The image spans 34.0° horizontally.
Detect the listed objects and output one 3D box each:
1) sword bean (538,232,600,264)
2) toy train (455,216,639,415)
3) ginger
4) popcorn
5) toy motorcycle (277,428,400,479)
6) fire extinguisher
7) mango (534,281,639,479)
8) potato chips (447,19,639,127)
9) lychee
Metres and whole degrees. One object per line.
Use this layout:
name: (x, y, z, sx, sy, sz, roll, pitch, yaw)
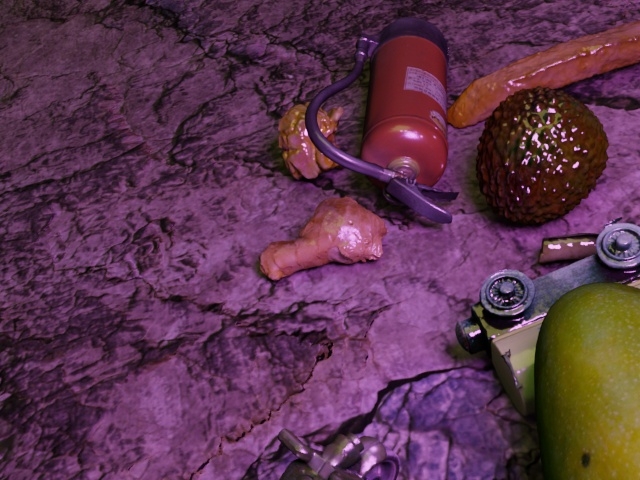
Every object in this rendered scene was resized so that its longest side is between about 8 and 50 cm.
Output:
sword bean: (0.380, 0.005, 1.171, 0.269, 0.038, 0.043, -2, 35, 16)
toy train: (0.273, 0.086, 1.076, 0.253, 0.105, 0.157, -20, 53, -5)
ginger: (0.000, -0.008, 1.299, 0.165, 0.067, 0.096, -12, 60, 6)
popcorn: (-0.012, -0.137, 1.440, 0.089, 0.097, 0.109, 14, 62, 37)
toy motorcycle: (0.001, 0.290, 0.874, 0.275, 0.127, 0.205, -41, 51, -20)
fire extinguisher: (0.084, -0.164, 1.407, 0.200, 0.113, 0.376, 3, 41, 2)
mango: (0.275, 0.178, 0.853, 0.201, 0.225, 0.382, -30, 34, 11)
potato chips: (0.365, -0.245, 1.450, 0.407, 0.080, 0.057, -18, 49, -1)
lychee: (0.262, -0.097, 1.254, 0.171, 0.171, 0.171, -10, 39, 8)
